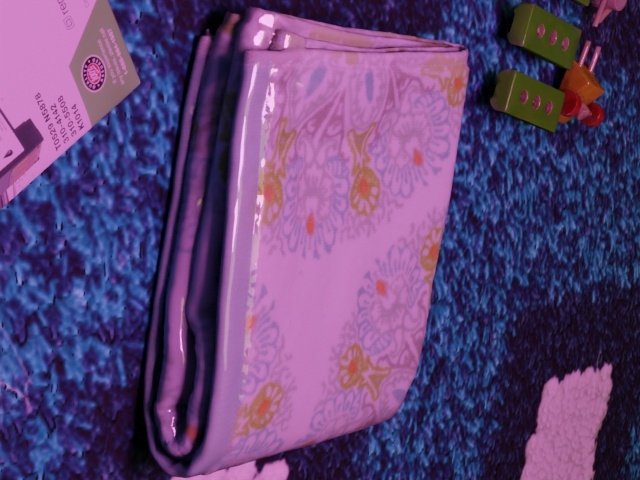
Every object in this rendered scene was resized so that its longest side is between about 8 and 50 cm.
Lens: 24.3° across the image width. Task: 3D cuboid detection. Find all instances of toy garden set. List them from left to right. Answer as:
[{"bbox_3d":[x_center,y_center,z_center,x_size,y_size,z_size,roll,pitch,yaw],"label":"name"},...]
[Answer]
[{"bbox_3d":[0.252,-0.236,1.547,0.204,0.049,0.244,13,93,-53],"label":"toy garden set"}]

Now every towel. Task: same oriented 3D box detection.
[{"bbox_3d":[0.000,0.000,1.264,0.320,0.090,0.374,-3,107,-52],"label":"towel"}]

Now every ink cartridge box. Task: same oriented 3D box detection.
[{"bbox_3d":[-0.232,-0.100,0.900,0.219,0.092,0.160,-49,138,-31],"label":"ink cartridge box"}]
